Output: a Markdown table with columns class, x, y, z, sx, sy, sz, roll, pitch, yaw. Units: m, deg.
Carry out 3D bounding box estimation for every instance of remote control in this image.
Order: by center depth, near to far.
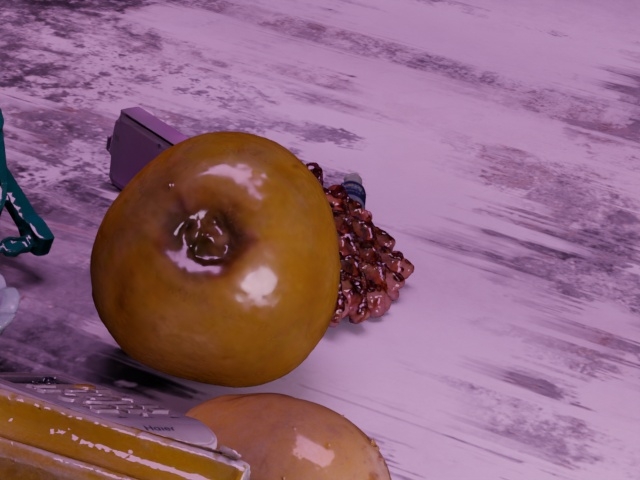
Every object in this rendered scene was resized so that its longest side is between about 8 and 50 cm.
| class | x | y | z | sx | sy | sz | roll | pitch | yaw |
| --- | --- | --- | --- | --- | --- | --- | --- | --- | --- |
| remote control | -0.223 | 0.171 | 1.492 | 0.109 | 0.055 | 0.313 | 5 | 3 | -37 |

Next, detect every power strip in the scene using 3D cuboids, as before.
| class | x | y | z | sx | sy | sz | roll | pitch | yaw |
| --- | --- | --- | --- | --- | --- | --- | --- | --- | --- |
| power strip | -0.179 | -0.075 | 2.003 | 0.037 | 0.109 | 0.279 | -14 | 35 | -40 |

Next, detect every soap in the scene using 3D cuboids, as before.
| class | x | y | z | sx | sy | sz | roll | pitch | yaw |
| --- | --- | --- | --- | --- | --- | --- | --- | --- | --- |
| soap | -0.203 | 0.230 | 1.329 | 0.274 | 0.173 | 0.089 | 14 | 31 | 13 |

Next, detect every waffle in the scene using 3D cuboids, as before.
| class | x | y | z | sx | sy | sz | roll | pitch | yaw |
| --- | --- | --- | --- | --- | --- | --- | --- | --- | --- |
| waffle | 0.000 | 0.000 | 1.883 | 0.234 | 0.055 | 0.221 | 47 | 35 | 7 |

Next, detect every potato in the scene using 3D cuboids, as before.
| class | x | y | z | sx | sy | sz | roll | pitch | yaw |
| --- | --- | --- | --- | --- | --- | --- | --- | --- | --- |
| potato | -0.039 | 0.213 | 1.465 | 0.234 | 0.146 | 0.150 | 25 | 1 | 31 |

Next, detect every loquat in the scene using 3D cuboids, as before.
| class | x | y | z | sx | sy | sz | roll | pitch | yaw |
| --- | --- | --- | --- | --- | --- | --- | --- | --- | --- |
| loquat | -0.103 | 0.028 | 1.668 | 0.275 | 0.274 | 0.275 | 6 | 27 | -3 |

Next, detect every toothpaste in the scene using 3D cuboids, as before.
| class | x | y | z | sx | sy | sz | roll | pitch | yaw |
| --- | --- | --- | --- | --- | --- | --- | --- | --- | --- |
| toothpaste | 0.036 | -0.029 | 2.056 | 0.062 | 0.037 | 0.216 | 10 | 32 | 1 |

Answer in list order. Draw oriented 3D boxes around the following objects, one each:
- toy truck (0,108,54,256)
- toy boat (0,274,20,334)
| class | x | y | z | sx | sy | sz | roll | pitch | yaw |
| --- | --- | --- | --- | --- | --- | --- | --- | --- | --- |
| toy truck | -0.456 | -0.117 | 1.864 | 0.178 | 0.176 | 0.363 | -7 | 55 | -33 |
| toy boat | -0.453 | 0.098 | 1.600 | 0.290 | 0.100 | 0.199 | -3 | 28 | -22 |
